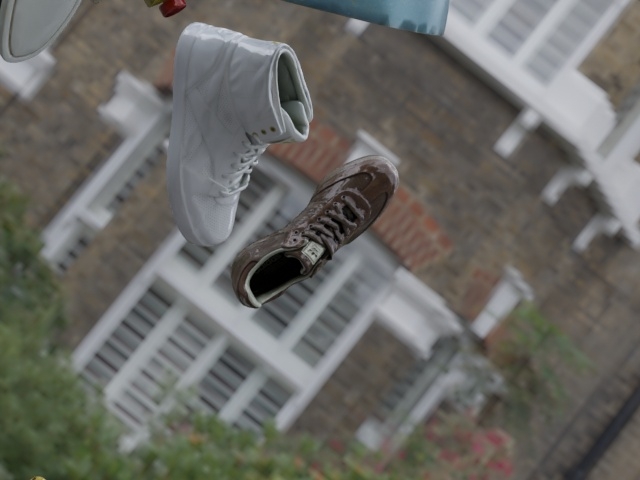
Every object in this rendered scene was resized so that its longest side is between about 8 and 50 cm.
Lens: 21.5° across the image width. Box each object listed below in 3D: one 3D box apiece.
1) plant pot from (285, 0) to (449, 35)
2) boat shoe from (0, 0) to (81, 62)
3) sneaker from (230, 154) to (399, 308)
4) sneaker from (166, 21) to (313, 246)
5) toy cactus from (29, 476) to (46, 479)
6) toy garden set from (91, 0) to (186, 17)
[{"bbox_3d":[0.022,-0.357,1.871,0.290,0.195,0.290,14,11,-3],"label":"plant pot"},{"bbox_3d":[-0.225,-0.257,1.313,0.079,0.095,0.254,35,-48,20],"label":"boat shoe"},{"bbox_3d":[0.000,0.000,1.548,0.066,0.188,0.071,46,11,-24],"label":"sneaker"},{"bbox_3d":[-0.096,-0.115,2.104,0.169,0.108,0.292,14,-64,29],"label":"sneaker"},{"bbox_3d":[-0.258,0.348,1.703,0.219,0.112,0.180,96,-26,-47],"label":"toy cactus"},{"bbox_3d":[-0.217,-0.311,1.613,0.204,0.049,0.244,61,23,3],"label":"toy garden set"}]
